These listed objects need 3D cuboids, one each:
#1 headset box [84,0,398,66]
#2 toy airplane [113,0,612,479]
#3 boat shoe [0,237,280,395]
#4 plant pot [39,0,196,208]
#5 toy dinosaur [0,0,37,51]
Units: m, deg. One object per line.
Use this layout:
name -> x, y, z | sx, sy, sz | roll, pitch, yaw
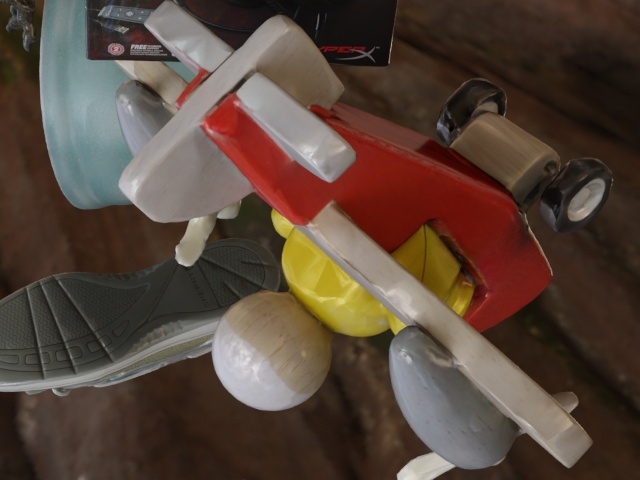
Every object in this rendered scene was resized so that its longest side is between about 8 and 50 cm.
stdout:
headset box -> -0.048, -0.257, 1.096 | 0.218, 0.293, 0.110 | 1, -131, -6
toy airplane -> 0.000, 0.000, 1.150 | 0.384, 0.272, 0.386 | 30, -165, -8
boat shoe -> -0.194, 0.089, 1.675 | 0.103, 0.320, 0.118 | 97, 150, -56
plant pot -> -0.153, -0.175, 1.762 | 0.196, 0.293, 0.293 | 2, -175, 10
toy dinosaur -> -0.221, -0.121, 0.955 | 0.064, 0.268, 0.118 | 55, -169, 34
